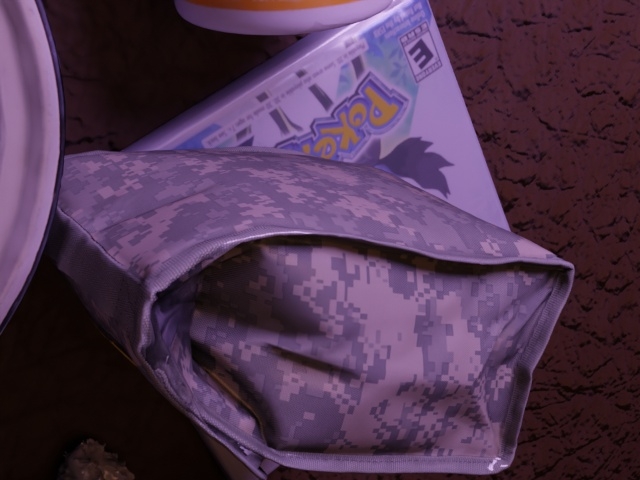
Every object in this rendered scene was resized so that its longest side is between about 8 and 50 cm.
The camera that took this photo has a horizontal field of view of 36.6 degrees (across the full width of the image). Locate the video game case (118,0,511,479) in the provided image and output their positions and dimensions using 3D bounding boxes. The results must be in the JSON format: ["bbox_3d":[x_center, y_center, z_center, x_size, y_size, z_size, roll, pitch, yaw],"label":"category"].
[{"bbox_3d":[0.000,0.000,0.785,0.329,0.036,0.300,-35,120,-17],"label":"video game case"}]

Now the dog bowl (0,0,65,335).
[{"bbox_3d":[-0.350,-0.063,0.489,0.408,0.150,0.408,-10,111,-28],"label":"dog bowl"}]

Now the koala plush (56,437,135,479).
[{"bbox_3d":[-0.145,0.276,0.725,0.221,0.203,0.196,35,76,-13],"label":"koala plush"}]

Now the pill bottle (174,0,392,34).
[{"bbox_3d":[-0.029,-0.277,0.592,0.152,0.152,0.272,-18,121,-25],"label":"pill bottle"}]

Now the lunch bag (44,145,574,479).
[{"bbox_3d":[-0.032,0.031,0.613,0.287,0.235,0.169,9,104,-32],"label":"lunch bag"}]
